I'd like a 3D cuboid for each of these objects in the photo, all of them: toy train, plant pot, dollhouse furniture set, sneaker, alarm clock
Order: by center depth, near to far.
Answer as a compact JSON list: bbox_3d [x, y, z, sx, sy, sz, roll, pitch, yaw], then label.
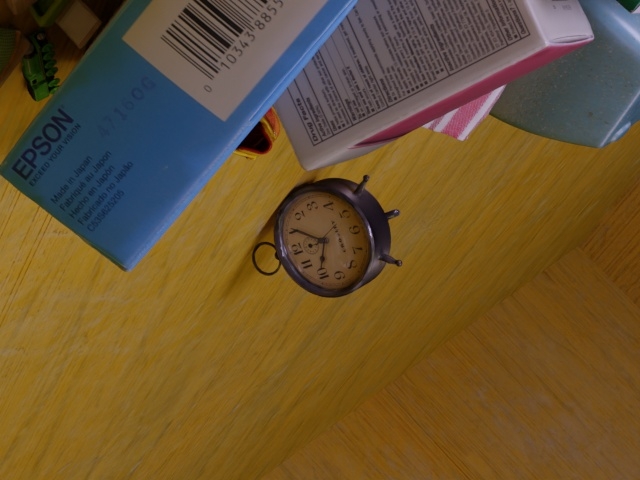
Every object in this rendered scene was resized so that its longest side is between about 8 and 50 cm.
[{"bbox_3d":[-0.186,-0.127,1.094,0.152,0.058,0.076,-49,166,22],"label":"dollhouse furniture set"},{"bbox_3d":[-0.194,-0.119,1.192,0.023,0.017,0.083,-29,164,-13],"label":"toy train"},{"bbox_3d":[-0.068,-0.095,1.543,0.064,0.067,0.175,-47,169,9],"label":"sneaker"},{"bbox_3d":[0.246,-0.238,1.617,0.247,0.252,0.248,-37,166,-30],"label":"plant pot"},{"bbox_3d":[0.000,0.000,1.956,0.192,0.129,0.064,-18,-175,31],"label":"alarm clock"}]

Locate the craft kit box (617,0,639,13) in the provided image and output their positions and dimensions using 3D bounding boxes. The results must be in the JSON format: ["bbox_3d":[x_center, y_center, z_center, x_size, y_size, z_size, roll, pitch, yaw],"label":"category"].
[{"bbox_3d":[0.209,-0.281,1.372,0.061,0.250,0.246,-50,165,26],"label":"craft kit box"}]

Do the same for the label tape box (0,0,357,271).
[{"bbox_3d":[-0.065,-0.161,1.174,0.249,0.115,0.348,-49,-168,22],"label":"label tape box"}]

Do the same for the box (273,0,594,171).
[{"bbox_3d":[0.073,-0.172,1.377,0.232,0.149,0.127,-25,177,27],"label":"box"}]

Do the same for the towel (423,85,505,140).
[{"bbox_3d":[0.079,-0.172,1.533,0.144,0.197,0.029,-54,-156,41],"label":"towel"}]
